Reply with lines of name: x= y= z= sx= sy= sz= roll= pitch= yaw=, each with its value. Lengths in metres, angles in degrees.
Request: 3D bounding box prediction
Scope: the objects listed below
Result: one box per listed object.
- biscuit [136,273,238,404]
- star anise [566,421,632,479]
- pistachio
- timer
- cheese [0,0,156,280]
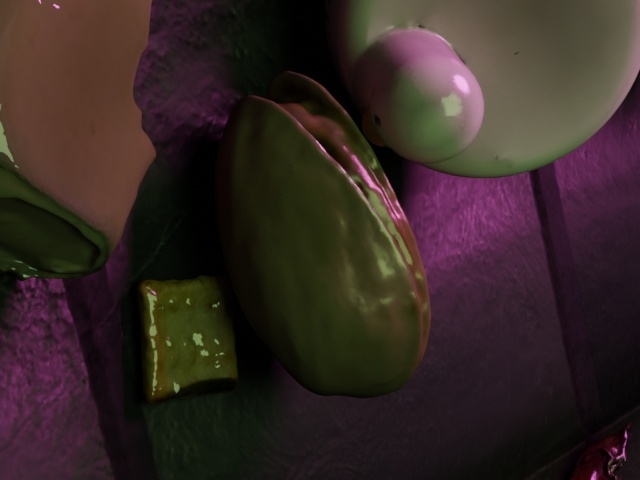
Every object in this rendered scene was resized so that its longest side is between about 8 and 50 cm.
biscuit: x=-0.088 y=0.064 z=1.175 sx=0.083 sy=0.018 sz=0.081 roll=-5 pitch=91 yaw=-48
star anise: x=0.217 y=0.260 z=1.472 sx=0.212 sy=0.053 sz=0.157 roll=-30 pitch=109 yaw=-46
pistachio: x=0.000 y=0.000 z=1.188 sx=0.136 sy=0.136 sz=0.226 roll=-29 pitch=103 yaw=-44
timer: x=0.119 y=-0.151 z=1.250 sx=0.233 sy=0.240 sz=0.234 roll=-4 pitch=112 yaw=-10
cheese: x=-0.163 y=-0.090 z=1.048 sx=0.175 sy=0.091 sz=0.202 roll=39 pitch=61 yaw=-41
